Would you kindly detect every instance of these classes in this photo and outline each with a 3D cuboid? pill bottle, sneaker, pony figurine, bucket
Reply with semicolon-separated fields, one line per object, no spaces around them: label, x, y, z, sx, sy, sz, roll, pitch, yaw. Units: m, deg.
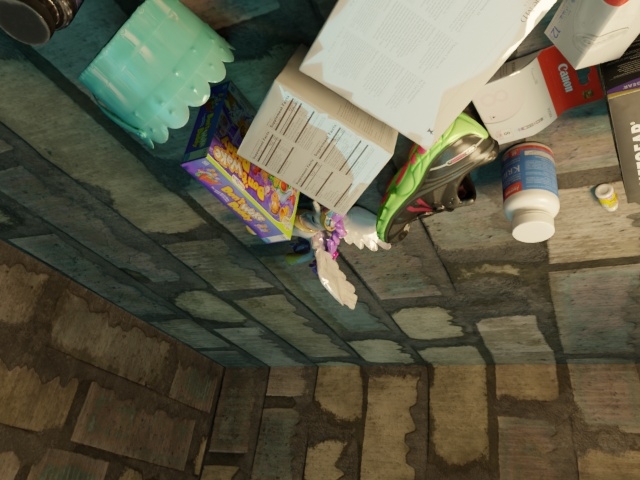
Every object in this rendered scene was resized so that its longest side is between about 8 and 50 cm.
pill bottle;0.498;-0.113;1.217;0.124;0.222;0.124;6;149;4
pill bottle;-0.479;-0.452;0.898;0.122;0.219;0.123;7;150;4
pill bottle;0.749;-0.110;1.333;0.043;0.043;0.083;-16;142;36
sneaker;0.278;-0.114;1.295;0.202;0.185;0.483;25;149;-2
pony figurine;0.000;0.000;1.539;0.363;0.303;0.351;-4;142;49
bucket;-0.323;-0.342;1.004;0.281;0.281;0.183;-20;130;40

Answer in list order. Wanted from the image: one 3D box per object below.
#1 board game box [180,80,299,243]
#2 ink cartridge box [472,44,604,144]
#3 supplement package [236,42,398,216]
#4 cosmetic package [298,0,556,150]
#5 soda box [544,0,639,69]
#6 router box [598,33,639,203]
board game box;-0.175;-0.180;1.268;0.078;0.234;0.347;-9;146;28
ink cartridge box;0.451;-0.305;1.073;0.232;0.066;0.189;-9;145;35
supplement package;0.004;-0.231;1.080;0.262;0.199;0.198;30;131;-10
cosmetic package;0.180;-0.373;0.841;0.284;0.097;0.377;30;127;-12
soda box;0.435;-0.380;0.699;0.098;0.091;0.286;-17;154;-17
router box;0.572;-0.254;0.939;0.081;0.243;0.309;-11;145;31
